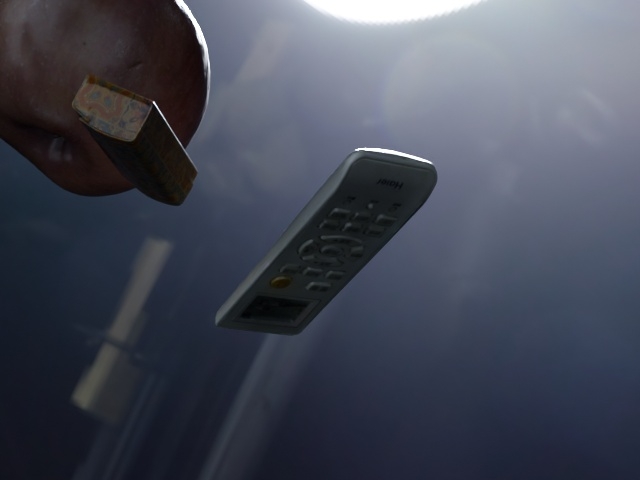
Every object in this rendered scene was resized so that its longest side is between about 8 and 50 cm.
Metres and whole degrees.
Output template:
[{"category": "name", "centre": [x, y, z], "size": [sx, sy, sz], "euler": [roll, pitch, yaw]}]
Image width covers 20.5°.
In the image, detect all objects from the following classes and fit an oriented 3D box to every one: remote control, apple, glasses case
[{"category": "remote control", "centre": [0.000, 0.000, 1.880], "size": [0.313, 0.109, 0.055], "euler": [-48, -135, 42]}, {"category": "apple", "centre": [-0.279, -0.199, 2.095], "size": [0.306, 0.306, 0.235], "euler": [-1, -128, 47]}, {"category": "glasses case", "centre": [-0.182, -0.094, 1.755], "size": [0.075, 0.218, 0.049], "euler": [24, -101, 13]}]
